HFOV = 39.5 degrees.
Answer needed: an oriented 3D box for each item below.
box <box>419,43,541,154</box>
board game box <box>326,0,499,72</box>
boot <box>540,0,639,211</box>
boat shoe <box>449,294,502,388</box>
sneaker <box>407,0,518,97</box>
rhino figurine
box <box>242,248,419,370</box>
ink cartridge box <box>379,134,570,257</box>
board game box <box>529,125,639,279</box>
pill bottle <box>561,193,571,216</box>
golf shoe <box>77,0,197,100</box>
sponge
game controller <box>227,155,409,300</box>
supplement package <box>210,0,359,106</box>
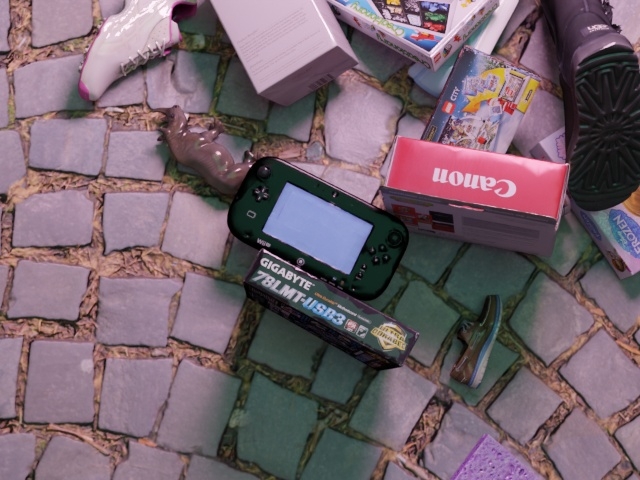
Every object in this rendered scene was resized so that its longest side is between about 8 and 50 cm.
[{"bbox_3d":[0.299,-0.238,1.717,0.159,0.044,0.233,22,112,-3],"label":"box"},{"bbox_3d":[0.169,-0.469,1.741,0.193,0.053,0.305,-46,58,-11],"label":"board game box"},{"bbox_3d":[0.490,-0.328,1.688,0.146,0.367,0.445,-8,41,4],"label":"boot"},{"bbox_3d":[0.294,0.184,1.690,0.066,0.066,0.183,18,78,0],"label":"boat shoe"},{"bbox_3d":[0.293,-0.453,1.775,0.150,0.135,0.366,28,78,-4],"label":"sneaker"},{"bbox_3d":[-0.226,-0.180,1.710,0.243,0.073,0.106,36,76,4],"label":"rhino figurine"},{"bbox_3d":[0.008,0.129,1.559,0.293,0.295,0.073,28,80,1],"label":"box"},{"bbox_3d":[0.277,-0.085,1.599,0.309,0.272,0.130,11,78,13],"label":"ink cartridge box"},{"bbox_3d":[0.640,-0.140,1.781,0.318,0.066,0.319,-33,83,-10],"label":"board game box"},{"bbox_3d":[0.422,-0.057,1.746,0.120,0.067,0.067,-28,83,-10],"label":"pill bottle"},{"bbox_3d":[-0.351,-0.388,1.720,0.140,0.115,0.306,30,79,-2],"label":"golf shoe"},{"bbox_3d":[0.354,0.473,1.659,0.210,0.031,0.117,41,79,3],"label":"sponge"},{"bbox_3d":[-0.005,-0.021,1.610,0.319,0.067,0.166,27,78,2],"label":"game controller"},{"bbox_3d":[-0.083,-0.432,1.693,0.177,0.175,0.293,-28,83,15],"label":"supplement package"}]
